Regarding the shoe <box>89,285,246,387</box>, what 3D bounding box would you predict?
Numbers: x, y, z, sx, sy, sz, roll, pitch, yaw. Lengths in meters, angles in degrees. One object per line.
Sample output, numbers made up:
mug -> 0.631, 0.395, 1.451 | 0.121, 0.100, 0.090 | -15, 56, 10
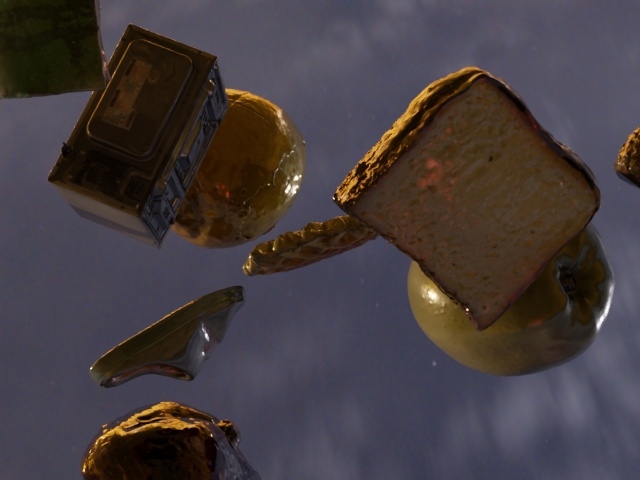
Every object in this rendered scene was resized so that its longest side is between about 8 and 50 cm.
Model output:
shoe -> -0.201, 0.152, 1.224 | 0.251, 0.103, 0.100 | -29, -93, -22

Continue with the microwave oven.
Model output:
microwave oven -> -0.234, -0.137, 1.159 | 0.145, 0.194, 0.240 | 23, -105, 3

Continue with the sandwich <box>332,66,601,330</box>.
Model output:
sandwich -> 0.206, -0.064, 1.165 | 0.271, 0.301, 0.099 | -48, -157, 6

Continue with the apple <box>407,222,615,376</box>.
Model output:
apple -> 0.345, 0.074, 1.533 | 0.358, 0.357, 0.357 | -4, -134, 5

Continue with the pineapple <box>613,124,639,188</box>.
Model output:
pineapple -> 0.574, -0.177, 1.436 | 0.108, 0.108, 0.197 | 33, -80, 33

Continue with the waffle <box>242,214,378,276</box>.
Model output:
waffle -> 0.001, 0.002, 1.348 | 0.261, 0.250, 0.056 | -17, -94, -3

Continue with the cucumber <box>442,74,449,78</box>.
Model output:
cucumber -> 0.242, -0.216, 1.463 | 0.039, 0.043, 0.163 | -22, -130, 0

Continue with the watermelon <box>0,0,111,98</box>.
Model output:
watermelon -> -0.313, -0.229, 0.893 | 0.231, 0.146, 0.128 | 3, -159, 21

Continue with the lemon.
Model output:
lemon -> -0.170, -0.129, 1.537 | 0.297, 0.297, 0.297 | -4, -134, 5

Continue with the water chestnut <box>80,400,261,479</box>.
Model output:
water chestnut -> -0.276, 0.436, 1.422 | 0.347, 0.335, 0.335 | -30, -132, -1
